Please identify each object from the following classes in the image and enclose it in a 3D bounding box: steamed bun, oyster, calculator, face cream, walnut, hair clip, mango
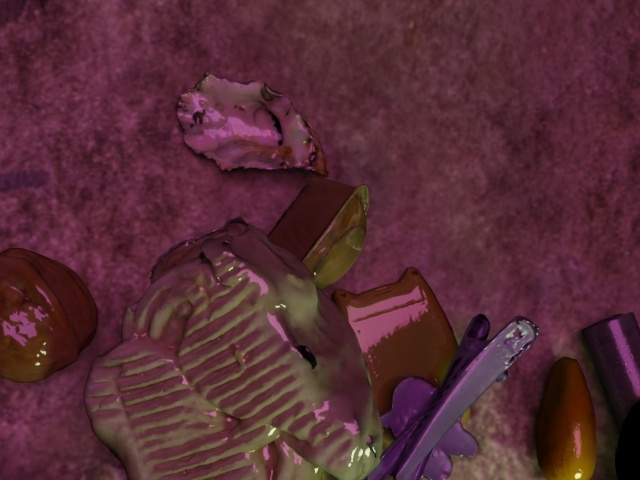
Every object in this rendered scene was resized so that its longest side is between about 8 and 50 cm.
[{"bbox_3d":[-0.078,0.161,1.180,0.347,0.237,0.394,13,106,13],"label":"steamed bun"},{"bbox_3d":[-0.089,-0.151,1.344,0.209,0.072,0.133,2,82,12],"label":"oyster"},{"bbox_3d":[0.109,0.158,1.314,0.157,0.033,0.236,-17,83,-14],"label":"calculator"},{"bbox_3d":[0.425,0.235,1.325,0.073,0.073,0.283,-16,80,-13],"label":"face cream"},{"bbox_3d":[-0.348,0.086,1.202,0.166,0.149,0.166,13,48,-15],"label":"walnut"},{"bbox_3d":[0.165,0.206,1.265,0.137,0.090,0.278,44,84,-15],"label":"hair clip"},{"bbox_3d":[0.313,0.234,1.294,0.066,0.101,0.187,10,65,-6],"label":"mango"}]

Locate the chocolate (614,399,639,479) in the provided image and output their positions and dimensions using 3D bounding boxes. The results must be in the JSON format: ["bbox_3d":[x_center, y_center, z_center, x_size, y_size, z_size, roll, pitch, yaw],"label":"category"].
[{"bbox_3d":[0.539,0.250,1.215,0.340,0.210,0.225,-13,81,-34],"label":"chocolate"}]

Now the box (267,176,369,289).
[{"bbox_3d":[0.000,0.000,1.301,0.111,0.111,0.177,37,74,1],"label":"box"}]
